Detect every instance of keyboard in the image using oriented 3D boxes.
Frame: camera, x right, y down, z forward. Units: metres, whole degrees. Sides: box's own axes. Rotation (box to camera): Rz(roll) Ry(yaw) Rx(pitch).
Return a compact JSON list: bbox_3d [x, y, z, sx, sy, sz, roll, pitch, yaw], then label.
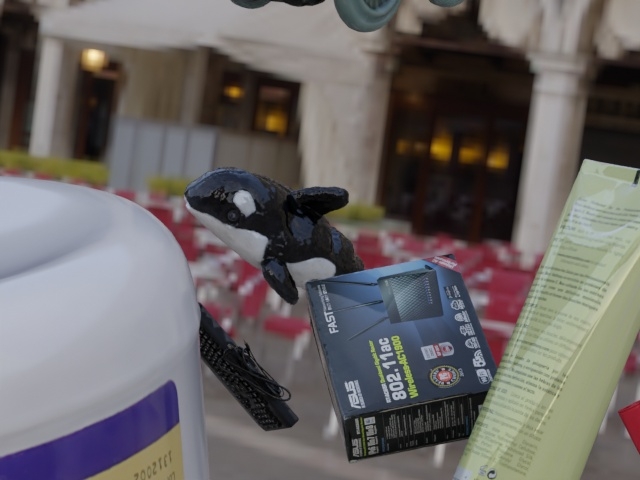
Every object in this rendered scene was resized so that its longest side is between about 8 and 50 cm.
[{"bbox_3d":[-0.105,0.150,2.140,0.192,0.038,0.100,49,-35,-14],"label":"keyboard"}]

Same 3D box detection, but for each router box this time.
[{"bbox_3d":[0.047,0.065,1.066,0.092,0.038,0.122,-12,40,-5],"label":"router box"}]

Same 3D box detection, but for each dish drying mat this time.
[{"bbox_3d":[0.242,0.149,1.319,0.032,0.083,0.008,-28,10,4],"label":"dish drying mat"}]

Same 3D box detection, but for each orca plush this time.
[{"bbox_3d":[0.000,0.000,1.857,0.287,0.102,0.151,41,18,-20],"label":"orca plush"}]

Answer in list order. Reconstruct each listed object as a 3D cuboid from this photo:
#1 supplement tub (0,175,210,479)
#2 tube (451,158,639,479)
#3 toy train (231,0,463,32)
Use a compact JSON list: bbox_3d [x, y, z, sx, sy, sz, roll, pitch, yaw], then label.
[{"bbox_3d":[-0.147,0.161,0.580,0.241,0.331,0.241,-3,13,1],"label":"supplement tub"},{"bbox_3d":[0.122,0.073,0.959,0.070,0.240,0.062,20,-5,17],"label":"tube"},{"bbox_3d":[0.050,-0.258,1.263,0.142,0.190,0.334,17,28,35],"label":"toy train"}]
